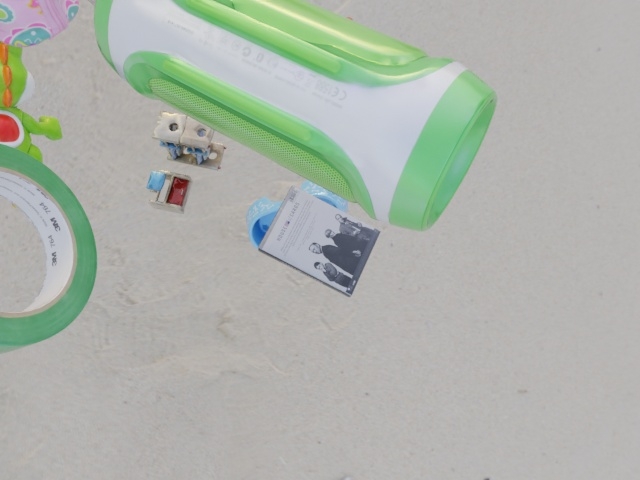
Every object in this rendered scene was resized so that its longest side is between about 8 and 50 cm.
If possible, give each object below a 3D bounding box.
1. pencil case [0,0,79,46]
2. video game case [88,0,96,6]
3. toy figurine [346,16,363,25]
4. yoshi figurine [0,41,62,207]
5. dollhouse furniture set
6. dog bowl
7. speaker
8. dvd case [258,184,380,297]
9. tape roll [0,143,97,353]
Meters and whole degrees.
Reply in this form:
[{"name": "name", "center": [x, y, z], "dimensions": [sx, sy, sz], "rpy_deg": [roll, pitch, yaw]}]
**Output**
[{"name": "pencil case", "center": [-0.329, -0.327, 0.547], "dimensions": [0.124, 0.284, 0.124], "rpy_deg": [4, 67, -10]}, {"name": "video game case", "center": [-0.338, -0.368, 0.886], "dimensions": [0.122, 0.087, 0.011], "rpy_deg": [36, 88, -37]}, {"name": "toy figurine", "center": [0.002, -0.354, 1.134], "dimensions": [0.209, 0.148, 0.213], "rpy_deg": [17, 111, 11]}, {"name": "yoshi figurine", "center": [-0.659, -0.253, 1.133], "dimensions": [0.202, 0.203, 0.363], "rpy_deg": [10, 105, 11]}, {"name": "dollhouse furniture set", "center": [-0.302, -0.164, 1.221], "dimensions": [0.128, 0.129, 0.184], "rpy_deg": [12, 76, 4]}, {"name": "dog bowl", "center": [-0.067, -0.057, 1.513], "dimensions": [0.297, 0.074, 0.166], "rpy_deg": [-20, 118, 11]}, {"name": "speaker", "center": [-0.026, -0.122, 0.423], "dimensions": [0.296, 0.131, 0.131], "rpy_deg": [30, 66, 16]}, {"name": "dvd case", "center": [0.000, 0.000, 1.282], "dimensions": [0.238, 0.029, 0.179], "rpy_deg": [27, 70, -2]}, {"name": "tape roll", "center": [-0.500, 0.010, 0.846], "dimensions": [0.321, 0.077, 0.322], "rpy_deg": [42, 37, -44]}]
